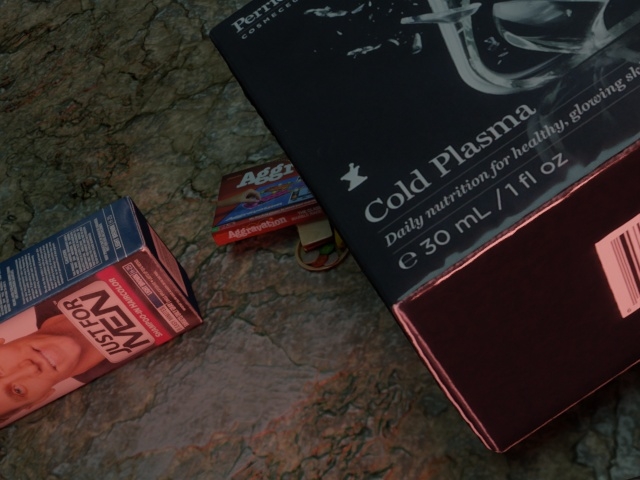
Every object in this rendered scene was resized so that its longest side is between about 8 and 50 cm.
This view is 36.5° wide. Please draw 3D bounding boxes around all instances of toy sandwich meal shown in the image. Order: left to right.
[{"bbox_3d":[0.000,0.000,1.249,0.085,0.029,0.086,-13,48,15],"label":"toy sandwich meal"}]

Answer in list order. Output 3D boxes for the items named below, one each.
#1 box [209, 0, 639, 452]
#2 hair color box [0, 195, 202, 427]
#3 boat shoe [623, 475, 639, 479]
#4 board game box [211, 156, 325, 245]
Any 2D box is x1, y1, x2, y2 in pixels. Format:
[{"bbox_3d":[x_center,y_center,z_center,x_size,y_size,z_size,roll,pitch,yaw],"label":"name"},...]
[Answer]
[{"bbox_3d":[0.214,-0.141,0.984,0.480,0.297,0.472,-35,45,2],"label":"box"},{"bbox_3d":[-0.344,0.105,1.218,0.347,0.174,0.105,-28,48,1],"label":"hair color box"},{"bbox_3d":[0.372,0.214,0.834,0.355,0.132,0.130,-20,47,6],"label":"boat shoe"},{"bbox_3d":[-0.006,-0.079,1.297,0.281,0.027,0.145,-16,32,12],"label":"board game box"}]
